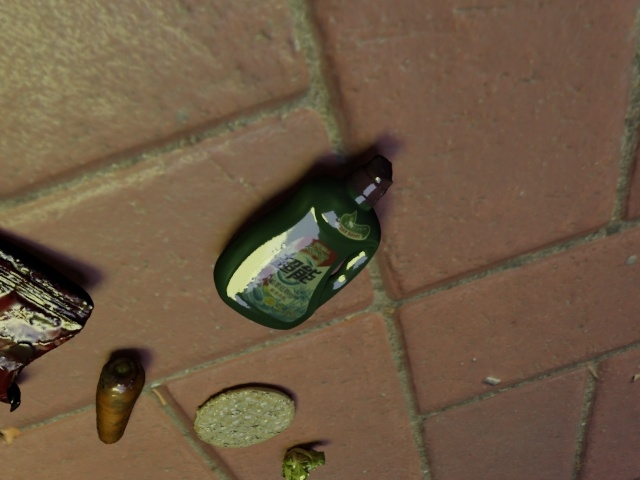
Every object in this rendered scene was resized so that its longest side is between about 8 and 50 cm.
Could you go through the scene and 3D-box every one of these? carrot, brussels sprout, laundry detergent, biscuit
[{"bbox_3d":[-0.261,0.207,0.720,0.055,0.055,0.161,8,135,-23],"label":"carrot"},{"bbox_3d":[-0.033,0.374,0.933,0.085,0.058,0.085,-39,155,-22],"label":"brussels sprout"},{"bbox_3d":[0.000,0.000,0.600,0.222,0.078,0.144,-41,131,17],"label":"laundry detergent"},{"bbox_3d":[-0.111,0.263,0.832,0.152,0.020,0.152,-8,132,-9],"label":"biscuit"},{"bbox_3d":[-0.353,0.103,0.591,0.151,0.063,0.235,35,119,-25],"label":"biscuit"}]
